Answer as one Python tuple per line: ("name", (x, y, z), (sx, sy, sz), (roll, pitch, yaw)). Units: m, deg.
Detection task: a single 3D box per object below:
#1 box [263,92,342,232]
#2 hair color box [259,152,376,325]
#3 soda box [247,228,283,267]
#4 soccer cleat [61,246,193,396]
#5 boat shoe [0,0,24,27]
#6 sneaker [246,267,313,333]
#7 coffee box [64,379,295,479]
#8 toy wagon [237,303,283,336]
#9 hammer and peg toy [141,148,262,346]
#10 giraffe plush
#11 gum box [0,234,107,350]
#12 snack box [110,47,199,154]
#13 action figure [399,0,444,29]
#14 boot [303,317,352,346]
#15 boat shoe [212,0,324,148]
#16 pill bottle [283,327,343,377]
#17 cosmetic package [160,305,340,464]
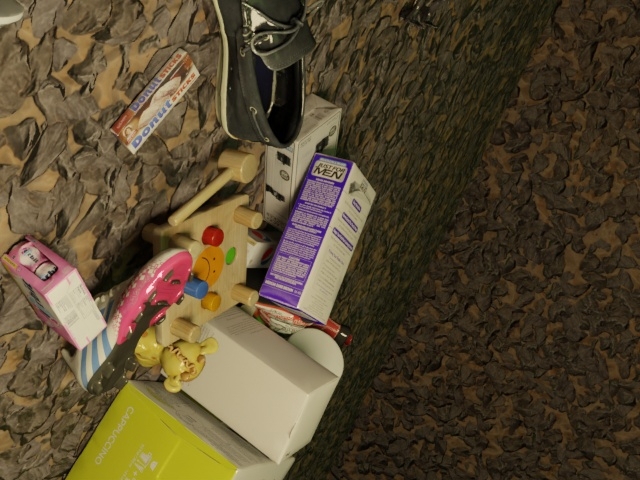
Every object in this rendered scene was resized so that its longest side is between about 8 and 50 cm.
("box", (-0.046, -0.169, 1.632), (0.169, 0.087, 0.290), (-43, 153, -35))
("hair color box", (0.000, 0.000, 1.584), (0.339, 0.110, 0.185), (-67, 155, -10))
("soda box", (-0.139, 0.020, 1.695), (0.069, 0.074, 0.216), (-62, 159, 10))
("soccer cleat", (-0.353, 0.121, 1.248), (0.331, 0.143, 0.116), (-55, 159, 16))
("boat shoe", (-0.405, -0.249, 0.804), (0.142, 0.049, 0.040), (-30, 164, -48))
("sneaker", (-0.139, 0.146, 1.722), (0.145, 0.270, 0.090), (-41, -151, 53))
("coffee box", (-0.330, 0.552, 1.627), (0.338, 0.338, 0.334), (-58, 158, -1))
("toy wagon", (-0.145, 0.215, 1.953), (0.267, 0.068, 0.344), (-38, 151, -41))
("hammer and peg toy", (-0.233, 0.006, 1.386), (0.266, 0.127, 0.361), (-31, 134, -50))
("giraffe plush", (-0.302, 0.224, 1.478), (0.181, 0.170, 0.210), (-60, 159, 4))
("gum box", (-0.418, 0.083, 1.122), (0.062, 0.107, 0.188), (-47, 156, -27))
("snack box", (-0.267, -0.227, 1.158), (0.178, 0.022, 0.064), (-54, 160, -13))
("action figure", (0.299, -0.641, 1.692), (0.164, 0.141, 0.276), (-11, 131, -47))
("boot", (-0.007, 0.262, 2.078), (0.088, 0.176, 0.244), (-63, -168, -19))
("boat shoe", (-0.085, -0.364, 1.199), (0.187, 0.156, 0.500), (-39, 150, -37))
("pill bottle", (-0.091, 0.390, 1.973), (0.204, 0.204, 0.361), (-40, 173, -40))
("cosmetic package", (-0.166, 0.308, 1.622), (0.155, 0.365, 0.197), (-13, 131, -61))
